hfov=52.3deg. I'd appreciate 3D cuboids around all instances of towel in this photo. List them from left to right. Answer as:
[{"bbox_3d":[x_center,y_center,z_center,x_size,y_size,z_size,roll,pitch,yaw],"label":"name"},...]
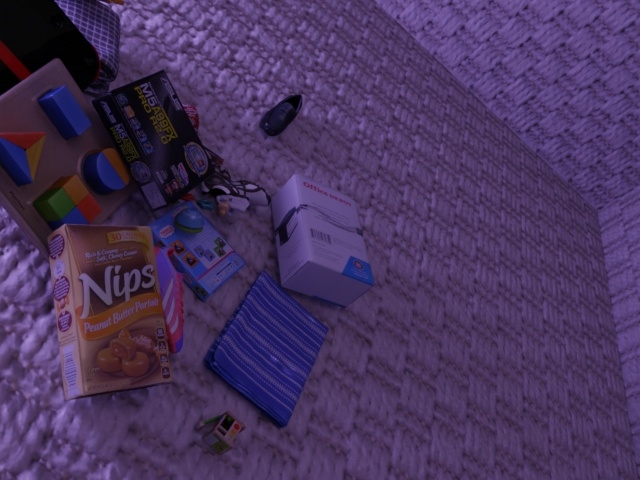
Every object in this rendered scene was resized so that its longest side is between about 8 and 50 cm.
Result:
[{"bbox_3d":[-0.624,-0.503,1.562,0.284,0.121,0.234,18,48,-35],"label":"towel"},{"bbox_3d":[-0.113,0.245,1.538,0.243,0.040,0.336,43,38,-12],"label":"towel"}]

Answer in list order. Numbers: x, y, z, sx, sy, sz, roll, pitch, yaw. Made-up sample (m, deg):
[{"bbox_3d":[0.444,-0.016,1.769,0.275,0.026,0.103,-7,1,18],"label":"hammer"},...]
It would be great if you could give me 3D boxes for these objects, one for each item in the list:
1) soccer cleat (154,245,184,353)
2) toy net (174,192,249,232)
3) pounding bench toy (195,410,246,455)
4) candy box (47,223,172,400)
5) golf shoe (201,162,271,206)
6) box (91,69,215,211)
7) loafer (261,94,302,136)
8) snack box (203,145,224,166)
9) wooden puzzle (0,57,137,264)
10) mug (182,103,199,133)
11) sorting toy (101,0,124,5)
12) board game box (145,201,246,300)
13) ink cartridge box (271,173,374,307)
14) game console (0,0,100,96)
[{"bbox_3d":[-0.323,0.119,1.387,0.095,0.083,0.247,-12,63,-29],"label":"soccer cleat"},{"bbox_3d":[-0.272,-0.078,1.580,0.122,0.045,0.232,32,26,27],"label":"toy net"},{"bbox_3d":[-0.205,0.378,1.325,0.083,0.052,0.065,45,38,-8],"label":"pounding bench toy"},{"bbox_3d":[-0.401,0.131,1.246,0.183,0.088,0.316,1,74,-46],"label":"candy box"},{"bbox_3d":[-0.225,-0.117,1.701,0.198,0.077,0.093,23,56,-22],"label":"golf shoe"},{"bbox_3d":[-0.366,-0.229,1.472,0.269,0.060,0.216,65,30,-16],"label":"box"},{"bbox_3d":[-0.117,-0.393,2.017,0.076,0.078,0.223,43,38,-10],"label":"loafer"},{"bbox_3d":[-0.339,-0.238,1.713,0.178,0.022,0.064,34,43,-20],"label":"snack box"},{"bbox_3d":[-0.518,-0.165,1.319,0.322,0.081,0.347,61,33,-29],"label":"wooden puzzle"},{"bbox_3d":[-0.402,-0.311,1.616,0.169,0.113,0.150,-3,59,-36],"label":"mug"},{"bbox_3d":[-0.623,-0.643,1.583,0.348,0.047,0.196,21,8,9],"label":"sorting toy"},{"bbox_3d":[-0.294,0.019,1.537,0.211,0.039,0.160,49,38,-3],"label":"board game box"},{"bbox_3d":[0.000,0.000,1.760,0.223,0.129,0.307,22,42,-33],"label":"ink cartridge box"},{"bbox_3d":[-0.662,-0.398,1.322,0.386,0.060,0.341,53,56,-35],"label":"game console"}]
